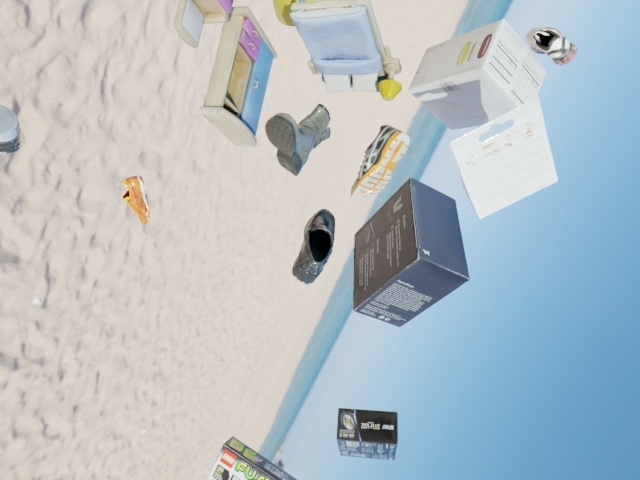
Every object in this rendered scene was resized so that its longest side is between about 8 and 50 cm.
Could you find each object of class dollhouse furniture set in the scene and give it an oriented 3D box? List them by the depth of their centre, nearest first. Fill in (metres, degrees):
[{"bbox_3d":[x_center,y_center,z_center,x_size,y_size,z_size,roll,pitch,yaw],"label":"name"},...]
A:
[{"bbox_3d":[-0.036,-0.285,0.752,0.286,0.303,0.198,38,61,-69],"label":"dollhouse furniture set"}]

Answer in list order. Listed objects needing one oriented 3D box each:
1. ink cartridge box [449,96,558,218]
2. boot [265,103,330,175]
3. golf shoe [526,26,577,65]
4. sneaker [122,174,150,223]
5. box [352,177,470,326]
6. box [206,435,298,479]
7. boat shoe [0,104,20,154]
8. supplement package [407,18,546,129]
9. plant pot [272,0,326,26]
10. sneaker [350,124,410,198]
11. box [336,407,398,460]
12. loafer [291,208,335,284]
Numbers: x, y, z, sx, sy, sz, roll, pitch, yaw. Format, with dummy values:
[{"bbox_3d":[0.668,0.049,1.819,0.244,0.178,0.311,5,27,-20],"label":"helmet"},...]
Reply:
[{"bbox_3d":[0.385,-0.174,0.984,0.189,0.232,0.066,-27,-145,13],"label":"ink cartridge box"},{"bbox_3d":[-0.043,-0.270,1.104,0.161,0.083,0.246,-52,168,-11],"label":"boot"},{"bbox_3d":[0.569,-0.511,1.173,0.067,0.085,0.186,-50,-152,24],"label":"golf shoe"},{"bbox_3d":[-0.548,-0.120,1.381,0.067,0.064,0.175,-15,135,-18],"label":"sneaker"},{"bbox_3d":[0.128,0.021,0.701,0.158,0.093,0.156,-48,-152,43],"label":"box"},{"bbox_3d":[-0.088,0.423,0.744,0.114,0.206,0.036,-64,165,5],"label":"box"},{"bbox_3d":[-0.751,-0.214,0.884,0.306,0.113,0.105,-6,155,-31],"label":"boat shoe"},{"bbox_3d":[0.407,-0.423,1.229,0.261,0.204,0.145,8,-110,59],"label":"supplement package"},{"bbox_3d":[-0.046,-0.520,0.938,0.134,0.134,0.095,-60,152,-15],"label":"plant pot"},{"bbox_3d":[0.142,-0.198,1.193,0.084,0.083,0.215,9,125,-45],"label":"sneaker"},{"bbox_3d":[0.120,0.494,1.180,0.180,0.147,0.078,80,13,-53],"label":"box"},{"bbox_3d":[0.000,0.000,1.003,0.078,0.076,0.223,-48,-165,38],"label":"loafer"}]
